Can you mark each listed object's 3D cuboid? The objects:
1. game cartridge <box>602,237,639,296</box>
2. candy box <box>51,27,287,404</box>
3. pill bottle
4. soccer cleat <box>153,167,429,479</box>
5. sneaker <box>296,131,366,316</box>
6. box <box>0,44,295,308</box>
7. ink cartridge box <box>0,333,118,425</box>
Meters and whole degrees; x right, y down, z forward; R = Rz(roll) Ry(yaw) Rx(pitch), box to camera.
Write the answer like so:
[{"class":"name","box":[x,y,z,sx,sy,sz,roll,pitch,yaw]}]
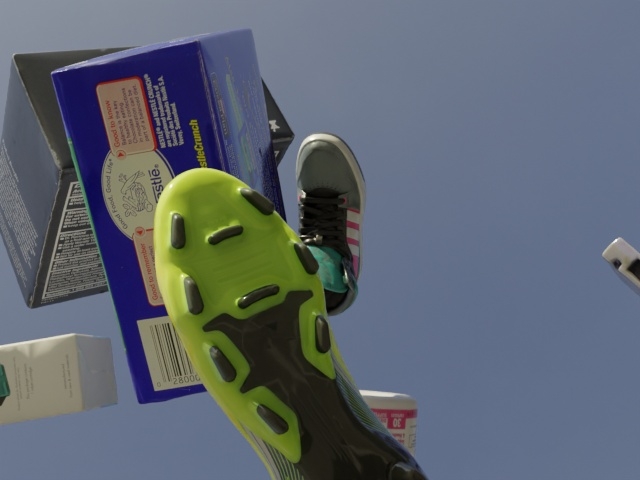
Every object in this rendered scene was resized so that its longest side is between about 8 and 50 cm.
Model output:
[{"class":"game cartridge","box":[0.655,0.145,1.438,0.068,0.355,0.230,-50,-29,13]},{"class":"candy box","box":[-0.108,-0.047,0.756,0.122,0.317,0.268,-9,-75,5]},{"class":"pill bottle","box":[0.070,0.389,1.338,0.160,0.160,0.283,6,-97,-13]},{"class":"soccer cleat","box":[-0.022,0.095,0.497,0.093,0.121,0.289,-33,-86,-27]},{"class":"sneaker","box":[0.000,0.000,1.263,0.123,0.178,0.296,0,-57,13]},{"class":"box","box":[-0.235,-0.088,1.055,0.296,0.183,0.294,-13,-26,-34]},{"class":"ink cartridge box","box":[-0.339,0.151,0.842,0.231,0.134,0.078,-9,-98,0]}]
